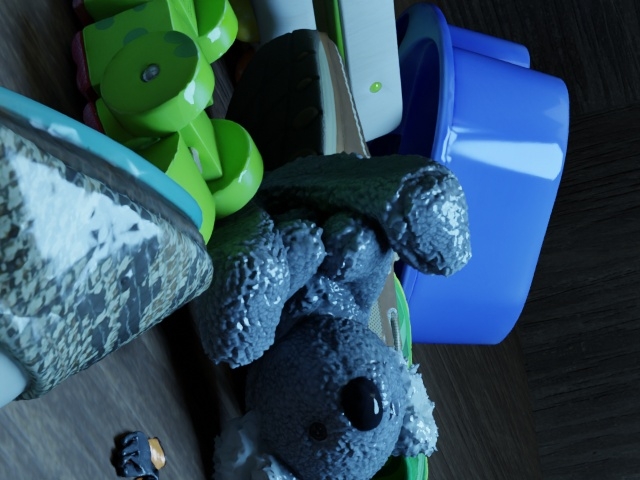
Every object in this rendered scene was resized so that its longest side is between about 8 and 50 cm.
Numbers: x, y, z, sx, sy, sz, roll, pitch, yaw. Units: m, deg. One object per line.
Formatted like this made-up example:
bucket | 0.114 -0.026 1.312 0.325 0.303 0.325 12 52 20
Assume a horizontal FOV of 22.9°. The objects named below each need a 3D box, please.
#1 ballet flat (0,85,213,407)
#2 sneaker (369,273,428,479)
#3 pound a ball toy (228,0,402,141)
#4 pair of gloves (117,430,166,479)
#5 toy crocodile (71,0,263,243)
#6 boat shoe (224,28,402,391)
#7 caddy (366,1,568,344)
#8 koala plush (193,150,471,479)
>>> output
ballet flat | -0.191 -0.021 0.439 0.483 0.164 0.182 47 53 -56
sneaker | 0.034 0.125 1.337 0.123 0.109 0.295 -84 158 -68
pound a ball toy | -0.031 -0.221 1.386 0.319 0.136 0.208 82 -14 -51
pair of gloves | -0.099 0.153 0.928 0.074 0.010 0.083 12 64 -77
toy crocodile | -0.112 -0.117 1.001 0.115 0.105 0.340 61 15 -50
boat shoe | 0.000 0.000 1.237 0.120 0.122 0.324 12 70 -46
caddy | 0.101 -0.056 1.523 0.241 0.179 0.341 -119 -141 -64
koala plush | -0.004 0.068 1.058 0.203 0.196 0.221 16 -54 62
